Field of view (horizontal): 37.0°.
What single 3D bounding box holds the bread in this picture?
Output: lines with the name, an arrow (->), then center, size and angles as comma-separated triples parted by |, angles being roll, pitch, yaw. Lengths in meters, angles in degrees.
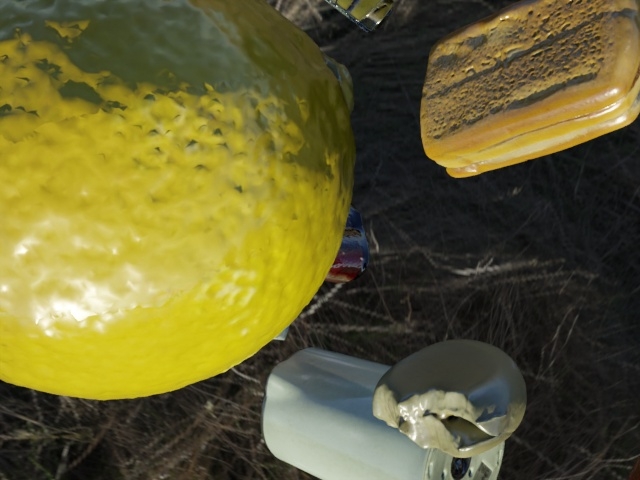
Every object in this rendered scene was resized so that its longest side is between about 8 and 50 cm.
bread -> 0.167, -0.126, 0.750 | 0.200, 0.077, 0.115 | -17, 55, 45

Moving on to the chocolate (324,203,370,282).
chocolate -> 0.000, 0.000, 1.461 | 0.125, 0.080, 0.148 | -40, 51, 39

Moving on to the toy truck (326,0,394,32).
toy truck -> 0.116, -0.466, 1.550 | 0.127, 0.127, 0.257 | 37, 109, -6

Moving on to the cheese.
cheese -> 0.171, 0.195, 1.192 | 0.175, 0.202, 0.091 | -24, 107, -17

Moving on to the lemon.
lemon -> -0.120, -0.038, 0.578 | 0.293, 0.293, 0.293 | -2, 72, 5

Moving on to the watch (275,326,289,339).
watch -> -0.163, 0.043, 1.758 | 0.242, 0.305, 0.274 | 11, 76, -10

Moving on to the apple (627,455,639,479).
apple -> 0.665, 0.465, 1.530 | 0.329, 0.365, 0.295 | -18, 78, 11

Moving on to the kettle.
kettle -> 0.123, 0.361, 1.716 | 0.377, 0.361, 0.250 | 12, 66, 39
